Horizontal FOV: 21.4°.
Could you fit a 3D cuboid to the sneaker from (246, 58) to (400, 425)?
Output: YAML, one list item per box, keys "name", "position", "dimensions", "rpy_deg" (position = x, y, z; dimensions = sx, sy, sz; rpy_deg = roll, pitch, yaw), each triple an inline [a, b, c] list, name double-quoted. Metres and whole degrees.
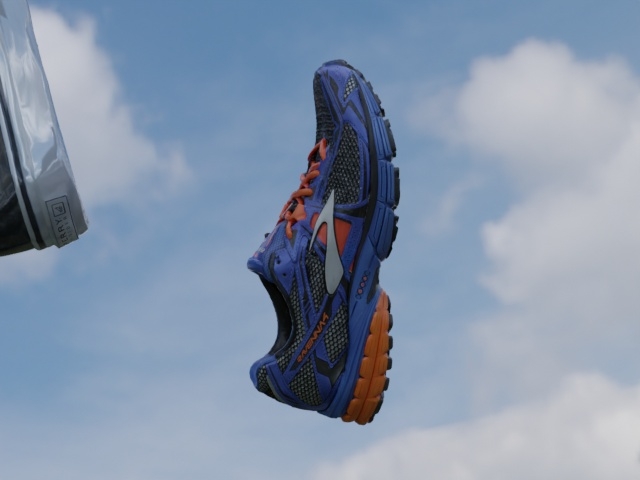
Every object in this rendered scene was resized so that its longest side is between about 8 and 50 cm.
- name: "sneaker"
  position: [0.000, 0.000, 1.018]
  dimensions: [0.087, 0.221, 0.083]
  rpy_deg: [3, -3, -7]

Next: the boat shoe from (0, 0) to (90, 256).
- name: "boat shoe"
  position: [-0.264, -0.130, 1.229]
  dimensions: [0.119, 0.335, 0.121]
  rpy_deg: [-15, -35, -10]
